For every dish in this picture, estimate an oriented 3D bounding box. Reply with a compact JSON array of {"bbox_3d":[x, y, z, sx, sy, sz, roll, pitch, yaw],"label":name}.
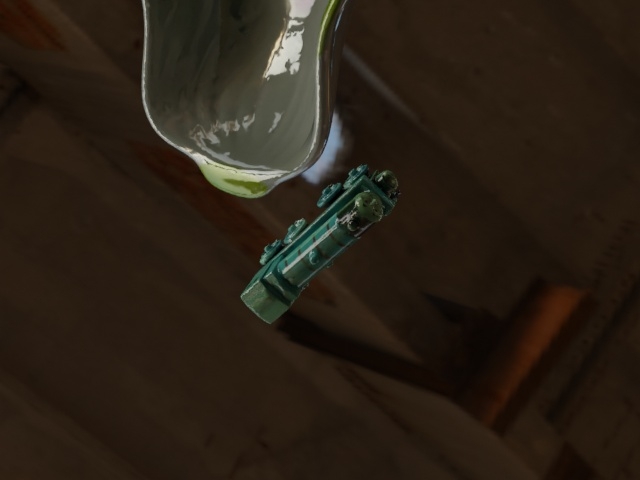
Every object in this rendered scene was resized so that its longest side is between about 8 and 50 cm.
[{"bbox_3d":[-0.008,-0.080,0.395,0.039,0.091,0.137,-18,-63,-50],"label":"dish"}]

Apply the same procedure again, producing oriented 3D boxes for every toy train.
[{"bbox_3d":[0.000,0.000,0.764,0.029,0.092,0.045,43,-145,-8],"label":"toy train"}]
